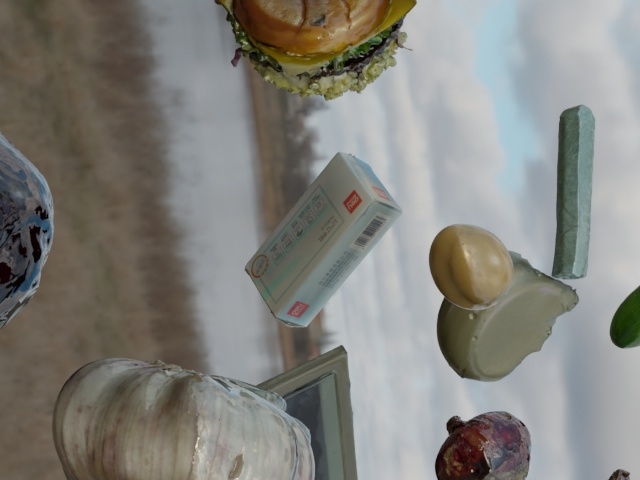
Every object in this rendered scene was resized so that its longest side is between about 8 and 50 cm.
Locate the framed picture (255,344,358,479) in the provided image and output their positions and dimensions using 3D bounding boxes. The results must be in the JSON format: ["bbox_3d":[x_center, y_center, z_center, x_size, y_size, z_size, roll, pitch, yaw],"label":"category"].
[{"bbox_3d":[-0.085,0.385,2.215,0.028,0.326,0.446,46,-28,42],"label":"framed picture"}]

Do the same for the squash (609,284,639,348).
[{"bbox_3d":[0.544,0.060,2.133,0.082,0.292,0.082,57,1,-2],"label":"squash"}]

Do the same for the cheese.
[{"bbox_3d":[0.243,0.108,2.023,0.202,0.175,0.091,-54,-144,18],"label":"cheese"}]

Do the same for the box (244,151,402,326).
[{"bbox_3d":[0.000,0.000,2.340,0.079,0.269,0.135,21,25,-43],"label":"box"}]

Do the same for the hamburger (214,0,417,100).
[{"bbox_3d":[-0.009,-0.289,1.892,0.261,0.243,0.138,55,-16,31],"label":"hamburger"}]

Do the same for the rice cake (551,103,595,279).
[{"bbox_3d":[0.342,-0.066,1.975,0.045,0.042,0.245,-13,-115,48],"label":"rice cake"}]

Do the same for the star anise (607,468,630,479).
[{"bbox_3d":[0.330,0.302,1.645,0.070,0.097,0.190,-64,-172,-27],"label":"star anise"}]

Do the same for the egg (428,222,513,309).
[{"bbox_3d":[0.146,0.024,1.451,0.096,0.080,0.080,36,33,-40],"label":"egg"}]

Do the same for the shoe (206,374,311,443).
[{"bbox_3d":[-0.113,0.294,1.778,0.342,0.132,0.210,69,39,-72],"label":"shoe"}]

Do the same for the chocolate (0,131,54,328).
[{"bbox_3d":[-0.539,-0.012,1.956,0.331,0.383,0.383,46,-4,2],"label":"chocolate"}]

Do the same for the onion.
[{"bbox_3d":[0.163,0.216,1.479,0.097,0.107,0.107,55,-11,19],"label":"onion"}]

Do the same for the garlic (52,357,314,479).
[{"bbox_3d":[-0.125,0.239,1.316,0.245,0.245,0.253,97,0,-82],"label":"garlic"}]
